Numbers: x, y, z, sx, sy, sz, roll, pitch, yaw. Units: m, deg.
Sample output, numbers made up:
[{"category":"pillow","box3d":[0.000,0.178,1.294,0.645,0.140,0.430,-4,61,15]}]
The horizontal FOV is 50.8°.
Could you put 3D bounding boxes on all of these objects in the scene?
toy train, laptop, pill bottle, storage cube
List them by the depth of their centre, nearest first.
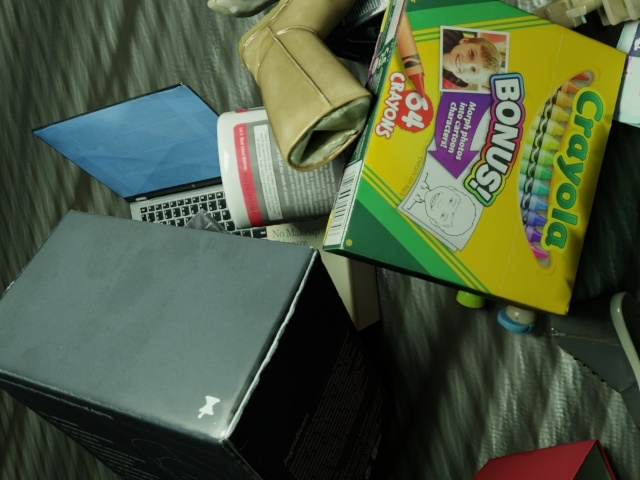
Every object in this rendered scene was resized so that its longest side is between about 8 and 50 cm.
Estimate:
[{"category":"pill bottle","box3d":[0.019,-0.122,0.993,0.318,0.176,0.176,-8,93,0]},{"category":"storage cube","box3d":[0.333,0.429,0.994,0.193,0.215,0.184,-26,85,36]},{"category":"toy train","box3d":[0.243,0.040,1.059,0.248,0.105,0.143,23,120,25]},{"category":"laptop","box3d":[-0.285,-0.040,1.257,0.382,0.236,0.408,-8,93,30]}]

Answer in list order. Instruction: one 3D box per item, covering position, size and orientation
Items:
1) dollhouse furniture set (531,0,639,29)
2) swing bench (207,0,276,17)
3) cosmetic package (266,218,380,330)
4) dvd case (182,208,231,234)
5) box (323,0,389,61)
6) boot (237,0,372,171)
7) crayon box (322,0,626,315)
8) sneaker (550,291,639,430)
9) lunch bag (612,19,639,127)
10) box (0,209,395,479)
[{"category":"dollhouse furniture set","box3d":[0.361,-0.401,0.851,0.161,0.212,0.242,-28,104,-6]},{"category":"swing bench","box3d":[-0.055,-0.511,1.060,0.253,0.165,0.255,-15,81,44]},{"category":"cosmetic package","box3d":[0.000,0.000,1.174,0.160,0.113,0.309,-5,95,29]},{"category":"dvd case","box3d":[-0.221,0.053,1.274,0.164,0.018,0.221,43,131,-11]},{"category":"box","box3d":[0.085,-0.379,1.052,0.207,0.153,0.108,-20,87,29]},{"category":"boot","box3d":[0.010,-0.245,0.892,0.236,0.089,0.269,-44,43,16]},{"category":"crayon box","box3d":[0.203,-0.118,0.878,0.313,0.106,0.363,16,85,-12]},{"category":"sneaker","box3d":[0.429,0.184,0.991,0.118,0.083,0.222,-16,96,48]},{"category":"lunch bag","box3d":[0.498,-0.232,0.843,0.262,0.160,0.223,28,114,38]},{"category":"box","box3d":[-0.190,0.229,1.076,0.480,0.472,0.297,8,57,28]}]
